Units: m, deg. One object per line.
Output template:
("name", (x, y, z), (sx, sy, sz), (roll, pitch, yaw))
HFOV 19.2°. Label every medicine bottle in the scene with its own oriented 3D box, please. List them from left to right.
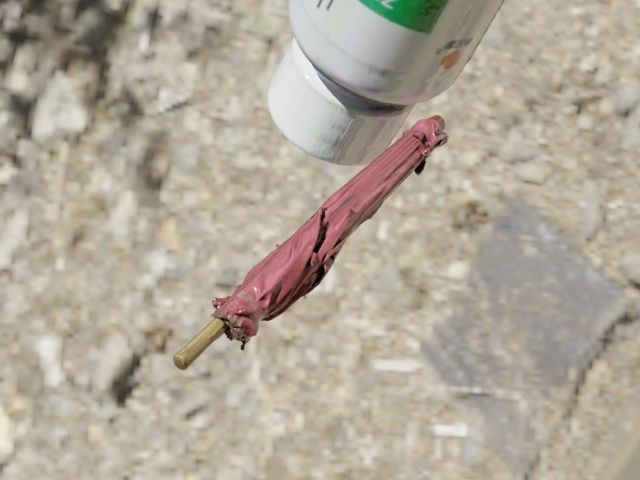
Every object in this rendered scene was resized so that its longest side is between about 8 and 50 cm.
("medicine bottle", (0.052, -0.142, 0.853), (0.095, 0.095, 0.260), (63, 143, 32))

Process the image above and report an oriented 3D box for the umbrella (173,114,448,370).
("umbrella", (0.000, 0.000, 0.747), (0.025, 0.165, 0.027), (35, 147, 18))
